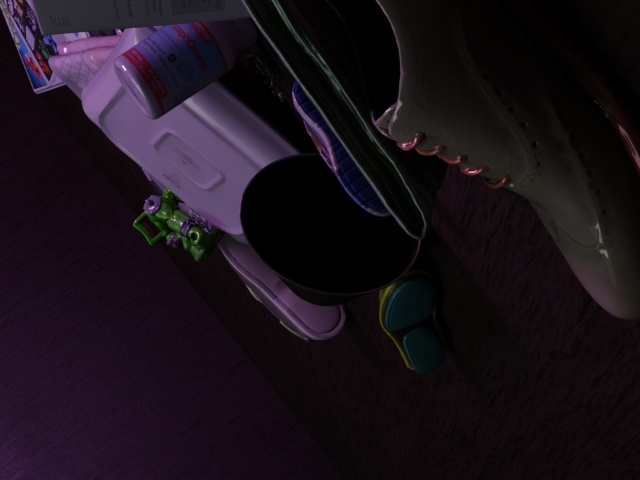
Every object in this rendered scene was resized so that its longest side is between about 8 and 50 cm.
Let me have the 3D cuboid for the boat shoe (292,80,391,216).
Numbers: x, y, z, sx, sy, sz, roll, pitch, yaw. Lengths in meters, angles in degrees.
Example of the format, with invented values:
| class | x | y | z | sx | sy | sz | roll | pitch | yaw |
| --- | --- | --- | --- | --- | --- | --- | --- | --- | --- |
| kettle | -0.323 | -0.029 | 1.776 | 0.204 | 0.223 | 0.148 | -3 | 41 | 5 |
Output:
| class | x | y | z | sx | sy | sz | roll | pitch | yaw |
| --- | --- | --- | --- | --- | --- | --- | --- | --- | --- |
| boat shoe | 0.035 | -0.098 | 1.350 | 0.183 | 0.066 | 0.066 | 60 | 175 | 18 |

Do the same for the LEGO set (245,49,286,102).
| class | x | y | z | sx | sy | sz | roll | pitch | yaw |
| --- | --- | --- | --- | --- | --- | --- | --- | --- | --- |
| LEGO set | -0.063 | -0.203 | 1.514 | 0.054 | 0.023 | 0.083 | 50 | 180 | 25 |

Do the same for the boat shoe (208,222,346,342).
| class | x | y | z | sx | sy | sz | roll | pitch | yaw |
| --- | --- | --- | --- | --- | --- | --- | --- | --- | --- |
| boat shoe | -0.082 | 0.043 | 2.026 | 0.305 | 0.109 | 0.091 | 49 | 162 | 4 |

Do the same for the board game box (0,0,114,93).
| class | x | y | z | sx | sy | sz | roll | pitch | yaw |
| --- | --- | --- | --- | --- | --- | --- | --- | --- | --- |
| board game box | -0.426 | -0.391 | 1.925 | 0.193 | 0.053 | 0.305 | -8 | 106 | 46 |

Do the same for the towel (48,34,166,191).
| class | x | y | z | sx | sy | sz | roll | pitch | yaw |
| --- | --- | --- | --- | --- | --- | --- | --- | --- | --- |
| towel | -0.209 | -0.161 | 1.808 | 0.317 | 0.053 | 0.332 | 7 | 144 | 48 |

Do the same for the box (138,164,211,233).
| class | x | y | z | sx | sy | sz | roll | pitch | yaw |
| --- | --- | --- | --- | --- | --- | --- | --- | --- | --- |
| box | -0.226 | -0.102 | 2.176 | 0.183 | 0.056 | 0.231 | 7 | 133 | 52 |

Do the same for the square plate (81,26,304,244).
| class | x | y | z | sx | sy | sz | roll | pitch | yaw |
| --- | --- | --- | --- | --- | --- | --- | --- | --- | --- |
| square plate | -0.165 | -0.121 | 1.692 | 0.347 | 0.049 | 0.344 | 40 | 157 | -10 |

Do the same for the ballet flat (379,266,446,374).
| class | x | y | z | sx | sy | sz | roll | pitch | yaw |
| --- | --- | --- | --- | --- | --- | --- | --- | --- | --- |
| ballet flat | 0.106 | 0.085 | 1.551 | 0.231 | 0.077 | 0.077 | 69 | 175 | -54 |

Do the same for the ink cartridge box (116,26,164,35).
| class | x | y | z | sx | sy | sz | roll | pitch | yaw |
| --- | --- | --- | --- | --- | --- | --- | --- | --- | --- |
| ink cartridge box | -0.229 | -0.252 | 1.882 | 0.180 | 0.060 | 0.104 | 51 | 166 | 13 |

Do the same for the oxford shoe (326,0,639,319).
| class | x | y | z | sx | sy | sz | roll | pitch | yaw |
| --- | --- | --- | --- | --- | --- | --- | --- | --- | --- |
| oxford shoe | 0.111 | -0.089 | 0.881 | 0.397 | 0.146 | 0.140 | 54 | 165 | -7 |

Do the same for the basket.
| class | x | y | z | sx | sy | sz | roll | pitch | yaw |
| --- | --- | --- | --- | --- | --- | --- | --- | --- | --- |
| basket | 0.012 | 0.002 | 1.484 | 0.204 | 0.154 | 0.227 | 17 | 170 | 3 |

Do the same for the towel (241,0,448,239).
| class | x | y | z | sx | sy | sz | roll | pitch | yaw |
| --- | --- | --- | --- | --- | --- | --- | --- | --- | --- |
| towel | 0.029 | -0.135 | 1.024 | 0.248 | 0.038 | 0.325 | 55 | -167 | -4 |

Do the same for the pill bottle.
| class | x | y | z | sx | sy | sz | roll | pitch | yaw |
| --- | --- | --- | --- | --- | --- | --- | --- | --- | --- |
| pill bottle | -0.157 | -0.219 | 1.479 | 0.087 | 0.160 | 0.087 | 50 | 167 | 16 |

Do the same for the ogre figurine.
| class | x | y | z | sx | sy | sz | roll | pitch | yaw |
| --- | --- | --- | --- | --- | --- | --- | --- | --- | --- |
| ogre figurine | -0.211 | -0.021 | 1.886 | 0.118 | 0.097 | 0.197 | 37 | -166 | -1 |

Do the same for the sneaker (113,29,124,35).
| class | x | y | z | sx | sy | sz | roll | pitch | yaw |
| --- | --- | --- | --- | --- | --- | --- | --- | --- | --- |
| sneaker | -0.356 | -0.298 | 2.058 | 0.086 | 0.132 | 0.228 | 44 | 164 | 39 |

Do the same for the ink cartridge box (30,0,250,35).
| class | x | y | z | sx | sy | sz | roll | pitch | yaw |
| --- | --- | --- | --- | --- | --- | --- | --- | --- | --- |
| ink cartridge box | -0.143 | -0.314 | 1.145 | 0.309 | 0.272 | 0.130 | 111 | 152 | -75 |
